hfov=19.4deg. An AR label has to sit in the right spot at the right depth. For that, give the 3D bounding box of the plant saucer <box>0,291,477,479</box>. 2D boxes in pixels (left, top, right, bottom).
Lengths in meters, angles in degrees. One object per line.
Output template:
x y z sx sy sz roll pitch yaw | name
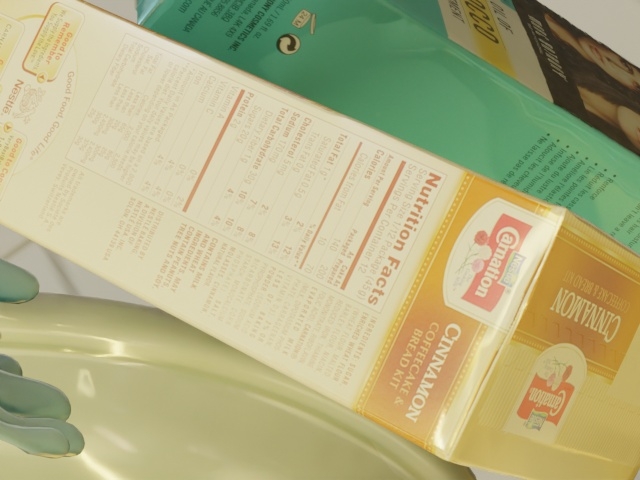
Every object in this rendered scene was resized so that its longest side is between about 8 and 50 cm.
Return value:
-0.116 0.172 0.913 0.400 0.400 0.100 56 -148 -46 | plant saucer

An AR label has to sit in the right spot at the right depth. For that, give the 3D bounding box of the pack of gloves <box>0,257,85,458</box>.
-0.170 -0.024 0.609 0.232 0.046 0.195 39 -177 -39 | pack of gloves

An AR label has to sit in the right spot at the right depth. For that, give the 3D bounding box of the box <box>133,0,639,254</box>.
0.044 -0.066 0.706 0.244 0.060 0.100 28 -152 -27 | box

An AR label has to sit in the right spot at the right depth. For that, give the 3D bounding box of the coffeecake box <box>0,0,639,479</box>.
0.000 0.000 0.529 0.185 0.068 0.142 26 -179 28 | coffeecake box
